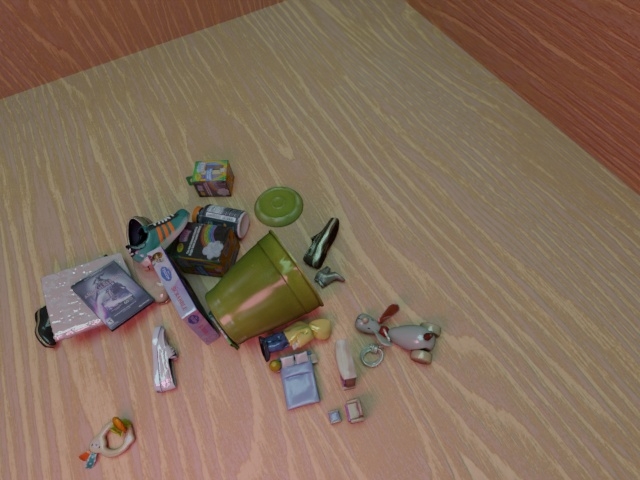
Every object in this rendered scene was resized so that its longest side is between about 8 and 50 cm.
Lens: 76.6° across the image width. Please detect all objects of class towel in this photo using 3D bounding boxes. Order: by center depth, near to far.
[{"bbox_3d":[-0.385,0.368,1.612,0.023,0.113,0.152,-39,66,-11],"label":"towel"},{"bbox_3d":[-0.958,0.228,1.700,0.332,0.053,0.316,-21,60,-26],"label":"towel"}]

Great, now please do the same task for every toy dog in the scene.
[{"bbox_3d":[0.303,0.354,1.548,0.335,0.160,0.219,-2,59,2],"label":"toy dog"}]

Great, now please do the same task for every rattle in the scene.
[{"bbox_3d":[-0.770,0.714,1.422,0.200,0.142,0.130,-23,79,-16],"label":"rattle"}]

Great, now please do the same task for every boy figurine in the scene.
[{"bbox_3d":[-0.096,0.373,1.585,0.286,0.177,0.092,-14,103,-21],"label":"boy figurine"}]

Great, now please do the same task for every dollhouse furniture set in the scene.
[{"bbox_3d":[-0.024,0.522,1.450,0.304,0.198,0.286,-12,59,-3],"label":"dollhouse furniture set"}]

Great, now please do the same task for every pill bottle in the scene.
[{"bbox_3d":[-0.467,-0.095,1.880,0.246,0.130,0.130,11,61,11],"label":"pill bottle"}]

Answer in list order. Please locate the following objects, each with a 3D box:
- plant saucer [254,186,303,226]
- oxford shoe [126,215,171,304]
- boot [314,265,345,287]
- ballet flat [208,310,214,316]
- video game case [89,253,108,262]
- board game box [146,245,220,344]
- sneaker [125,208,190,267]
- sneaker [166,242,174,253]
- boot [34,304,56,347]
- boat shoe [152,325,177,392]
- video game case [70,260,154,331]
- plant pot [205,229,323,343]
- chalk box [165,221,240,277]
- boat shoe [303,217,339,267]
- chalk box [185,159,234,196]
[{"bbox_3d":[-0.205,-0.174,1.964,0.241,0.037,0.240,-2,59,3],"label":"plant saucer"},{"bbox_3d":[-0.737,0.088,1.710,0.141,0.146,0.396,-21,90,-8],"label":"oxford shoe"},{"bbox_3d":[0.035,0.169,1.749,0.119,0.042,0.087,34,73,22],"label":"boot"},{"bbox_3d":[-0.393,0.257,1.716,0.189,0.070,0.070,-32,63,-16],"label":"ballet flat"},{"bbox_3d":[-1.019,0.224,1.781,0.249,0.035,0.274,-28,62,-13],"label":"video game case"},{"bbox_3d":[-0.530,0.223,1.588,0.066,0.317,0.318,-32,63,-15],"label":"board game box"},{"bbox_3d":[-0.653,-0.039,1.640,0.108,0.121,0.302,-14,36,44],"label":"sneaker"},{"bbox_3d":[-0.729,0.009,1.855,0.276,0.107,0.110,-33,53,-15],"label":"sneaker"},{"bbox_3d":[-1.104,0.328,1.677,0.137,0.077,0.197,-40,64,6],"label":"boot"},{"bbox_3d":[-0.605,0.459,1.594,0.085,0.095,0.257,-9,70,-7],"label":"boat shoe"},{"bbox_3d":[-0.859,0.223,1.679,0.274,0.026,0.196,38,54,15],"label":"video game case"},{"bbox_3d":[-0.235,0.206,1.571,0.353,0.366,0.366,-35,63,-9],"label":"plant pot"},{"bbox_3d":[-0.530,0.039,1.779,0.290,0.179,0.180,7,61,9],"label":"chalk box"},{"bbox_3d":[-0.001,-0.004,1.820,0.095,0.095,0.257,17,62,20],"label":"boat shoe"},{"bbox_3d":[-0.552,-0.305,2.007,0.213,0.132,0.131,0,60,2],"label":"chalk box"}]
